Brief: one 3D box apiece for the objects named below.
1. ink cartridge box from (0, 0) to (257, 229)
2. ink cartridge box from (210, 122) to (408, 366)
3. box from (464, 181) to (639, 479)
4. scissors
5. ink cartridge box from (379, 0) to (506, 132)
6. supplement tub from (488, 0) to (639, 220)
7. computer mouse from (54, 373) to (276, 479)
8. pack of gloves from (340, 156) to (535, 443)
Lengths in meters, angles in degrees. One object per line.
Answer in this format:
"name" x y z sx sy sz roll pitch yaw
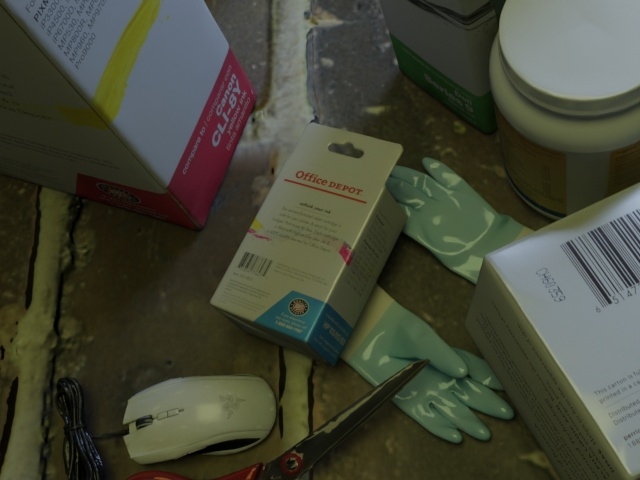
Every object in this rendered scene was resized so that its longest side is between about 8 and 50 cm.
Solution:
"ink cartridge box" -0.250 -0.182 0.810 0.279 0.385 0.160 17 73 20
"ink cartridge box" 0.000 0.000 0.828 0.104 0.061 0.181 18 73 33
"box" 0.228 0.071 0.708 0.181 0.119 0.182 -24 64 -11
"scissors" -0.032 0.196 0.784 0.297 0.021 0.109 -24 76 5
"ink cartridge box" 0.150 -0.251 0.787 0.211 0.289 0.121 -43 64 -5
"supplement tub" 0.206 -0.111 0.764 0.144 0.200 0.144 -5 67 12
"computer mouse" -0.133 0.149 0.832 0.193 0.042 0.106 -14 64 9
"pack of gloves" 0.095 0.038 0.818 0.232 0.046 0.195 36 81 24
